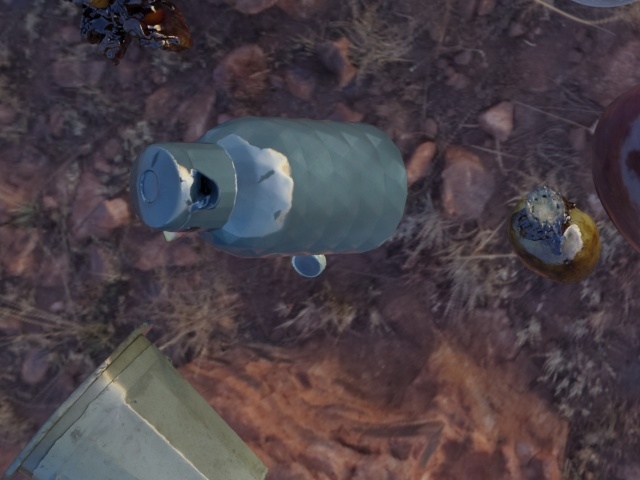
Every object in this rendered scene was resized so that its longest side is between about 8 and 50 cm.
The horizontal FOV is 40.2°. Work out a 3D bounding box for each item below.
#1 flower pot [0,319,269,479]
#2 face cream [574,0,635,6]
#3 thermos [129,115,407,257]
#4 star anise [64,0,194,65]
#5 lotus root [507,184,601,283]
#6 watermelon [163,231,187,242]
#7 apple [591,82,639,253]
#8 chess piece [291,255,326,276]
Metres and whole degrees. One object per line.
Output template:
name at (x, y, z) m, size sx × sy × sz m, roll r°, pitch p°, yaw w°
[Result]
flower pot at (-0.177, 0.224, 0.886) m, size 0.202 × 0.212 × 0.212 m, roll 45°, pitch 114°, yaw -4°
face cream at (0.132, -0.159, 0.360) m, size 0.102 × 0.345 × 0.101 m, roll 3°, pitch 101°, yaw 15°
thermos at (-0.063, -0.056, 0.880) m, size 0.182 × 0.287 × 0.144 m, roll 11°, pitch 99°, yaw 45°
star anise at (-0.268, -0.326, 1.149) m, size 0.220 × 0.126 × 0.190 m, roll 14°, pitch 131°, yaw 28°
lotus root at (0.444, 0.004, 1.655) m, size 0.169 × 0.314 × 0.141 m, roll 36°, pitch 89°, yaw 33°
watermelon at (-0.224, -0.075, 1.612) m, size 0.145 × 0.193 × 0.137 m, roll -23°, pitch 50°, yaw 14°
apple at (0.458, -0.091, 0.991) m, size 0.306 × 0.306 × 0.234 m, roll -24°, pitch 88°, yaw 26°
chess piece at (0.000, 0.000, 1.549) m, size 0.059 × 0.149 × 0.059 m, roll 11°, pitch 128°, yaw 15°
